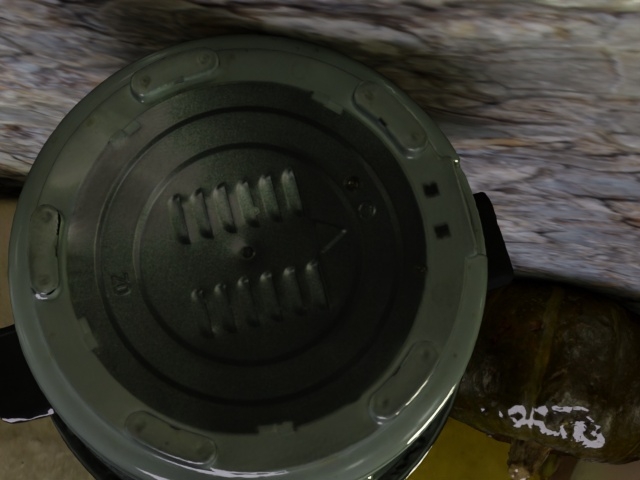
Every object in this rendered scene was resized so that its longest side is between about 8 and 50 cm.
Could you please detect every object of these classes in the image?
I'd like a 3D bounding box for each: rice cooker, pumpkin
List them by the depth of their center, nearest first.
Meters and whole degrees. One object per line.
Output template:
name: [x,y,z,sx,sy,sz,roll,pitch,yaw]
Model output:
rice cooker: [-0.036,0.031,0.857,0.280,0.241,0.227,-18,169,-6]
pumpkin: [0.189,0.121,1.369,0.219,0.162,0.219,15,170,3]

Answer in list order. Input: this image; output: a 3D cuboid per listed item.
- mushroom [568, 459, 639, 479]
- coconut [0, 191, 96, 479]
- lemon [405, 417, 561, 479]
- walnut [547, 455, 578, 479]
mushroom: [0.382,0.235,1.473,0.315,0.315,0.356,7,-160,27]
coconut: [-0.309,0.129,1.431,0.415,0.415,0.344,8,162,21]
lemon: [0.097,0.208,1.735,0.284,0.260,0.260,10,171,-1]
walnut: [0.315,0.254,1.813,0.228,0.228,0.228,11,171,2]
